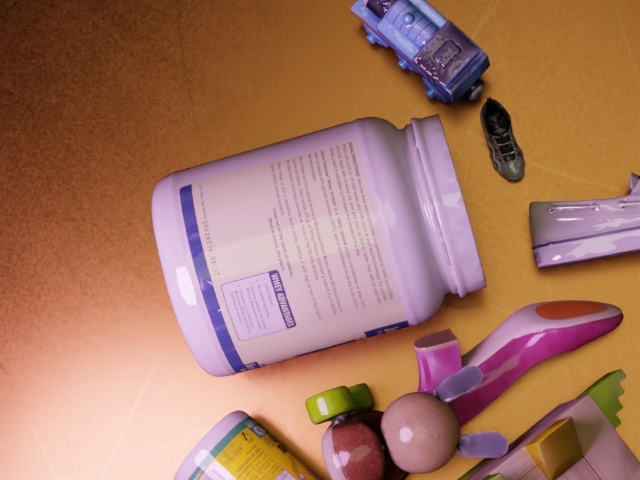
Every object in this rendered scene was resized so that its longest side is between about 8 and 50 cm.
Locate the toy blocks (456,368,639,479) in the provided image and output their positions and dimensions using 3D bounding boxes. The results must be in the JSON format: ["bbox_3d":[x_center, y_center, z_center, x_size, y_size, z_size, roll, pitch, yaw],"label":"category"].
[{"bbox_3d":[0.243,0.357,1.744,0.381,0.191,0.261,-36,87,-16],"label":"toy blocks"}]

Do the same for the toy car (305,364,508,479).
[{"bbox_3d":[0.104,0.211,1.781,0.188,0.149,0.155,-24,80,16],"label":"toy car"}]

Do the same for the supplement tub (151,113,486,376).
[{"bbox_3d":[0.000,0.000,1.796,0.325,0.235,0.235,-16,80,4],"label":"supplement tub"}]

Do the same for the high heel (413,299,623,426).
[{"bbox_3d":[0.227,0.143,1.842,0.244,0.082,0.117,-15,109,-8],"label":"high heel"}]

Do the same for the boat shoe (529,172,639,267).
[{"bbox_3d":[0.366,-0.035,1.833,0.268,0.096,0.088,-12,85,13],"label":"boat shoe"}]

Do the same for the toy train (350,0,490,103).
[{"bbox_3d":[0.116,-0.233,1.881,0.080,0.105,0.184,-45,80,-1],"label":"toy train"}]

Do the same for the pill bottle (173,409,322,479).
[{"bbox_3d":[-0.051,0.296,1.818,0.208,0.117,0.117,40,88,11],"label":"pill bottle"}]

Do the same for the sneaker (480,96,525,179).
[{"bbox_3d":[0.206,-0.118,1.872,0.038,0.069,0.098,-24,80,3],"label":"sneaker"}]
